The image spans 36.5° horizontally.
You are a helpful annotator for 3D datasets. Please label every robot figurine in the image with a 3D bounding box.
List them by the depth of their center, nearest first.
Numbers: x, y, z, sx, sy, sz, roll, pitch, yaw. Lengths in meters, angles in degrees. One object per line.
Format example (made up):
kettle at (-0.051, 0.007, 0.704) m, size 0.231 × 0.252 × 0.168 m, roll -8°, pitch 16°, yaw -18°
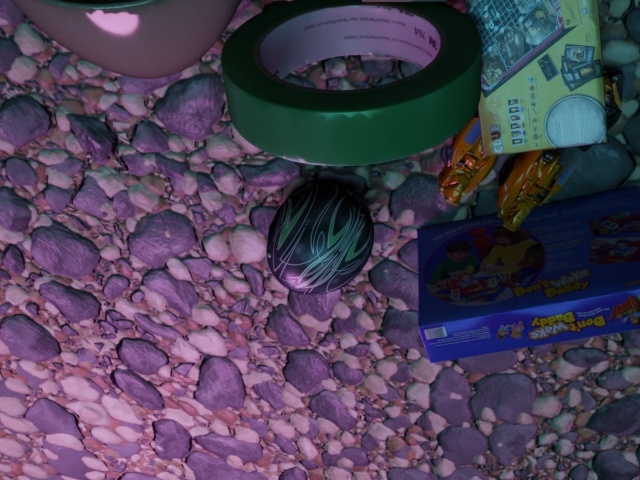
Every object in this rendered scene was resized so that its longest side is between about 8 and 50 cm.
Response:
robot figurine at (0.299, -0.156, 1.380) m, size 0.211 × 0.085 × 0.291 m, roll 22°, pitch 127°, yaw -11°

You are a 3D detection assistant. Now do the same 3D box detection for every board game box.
board game box at (0.279, -0.237, 1.254) m, size 0.165 × 0.042 × 0.243 m, roll -5°, pitch 112°, yaw 13°
board game box at (0.321, 0.048, 1.445) m, size 0.347 × 0.233 × 0.078 m, roll -11°, pitch 126°, yaw 14°

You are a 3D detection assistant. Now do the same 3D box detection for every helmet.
helmet at (0.000, 0.000, 1.480) m, size 0.169 × 0.161 × 0.169 m, roll 3°, pitch 128°, yaw 3°

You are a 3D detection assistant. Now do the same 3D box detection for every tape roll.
tape roll at (0.039, -0.211, 1.208) m, size 0.321 × 0.321 × 0.077 m, roll -1°, pitch 127°, yaw 6°

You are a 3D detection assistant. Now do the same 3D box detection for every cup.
cup at (-0.224, -0.332, 1.173) m, size 0.331 × 0.331 × 0.237 m, roll 3°, pitch 152°, yaw 3°
